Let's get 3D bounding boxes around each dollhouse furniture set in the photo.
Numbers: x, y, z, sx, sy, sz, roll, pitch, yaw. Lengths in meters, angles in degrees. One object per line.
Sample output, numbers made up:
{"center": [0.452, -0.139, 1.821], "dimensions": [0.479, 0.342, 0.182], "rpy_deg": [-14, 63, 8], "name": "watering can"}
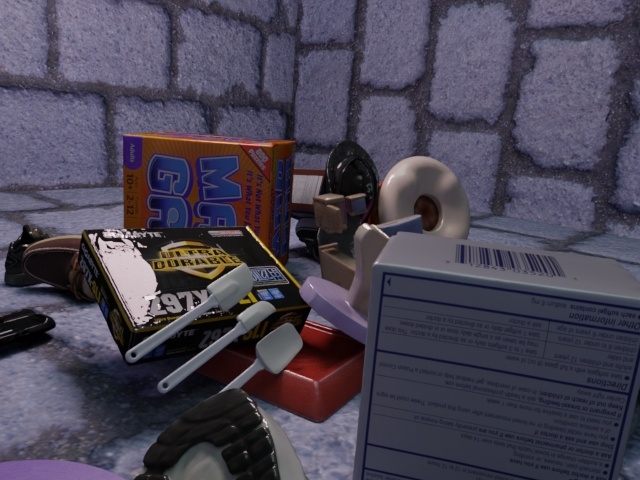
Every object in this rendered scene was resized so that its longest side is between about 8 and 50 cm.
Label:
{"center": [0.171, 0.024, 1.225], "dimensions": [0.303, 0.287, 0.198], "rpy_deg": [-13, 19, -22], "name": "dollhouse furniture set"}

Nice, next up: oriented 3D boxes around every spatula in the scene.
{"center": [-0.142, 0.153, 0.783], "dimensions": [0.019, 0.168, 0.242], "rpy_deg": [-31, 3, 46], "name": "spatula"}

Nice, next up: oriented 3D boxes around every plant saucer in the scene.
{"center": [-0.038, 0.196, 0.931], "dimensions": [0.258, 0.048, 0.259], "rpy_deg": [12, 15, 31], "name": "plant saucer"}

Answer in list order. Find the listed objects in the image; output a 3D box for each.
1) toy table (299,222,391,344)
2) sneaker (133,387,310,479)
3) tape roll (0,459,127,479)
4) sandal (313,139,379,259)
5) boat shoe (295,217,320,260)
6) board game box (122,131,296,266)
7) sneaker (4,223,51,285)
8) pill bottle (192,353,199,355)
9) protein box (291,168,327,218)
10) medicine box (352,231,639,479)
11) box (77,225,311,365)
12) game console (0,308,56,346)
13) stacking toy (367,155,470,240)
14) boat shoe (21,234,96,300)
{"center": [0.112, 0.089, 0.958], "dimensions": [0.274, 0.161, 0.252], "rpy_deg": [28, 11, -49], "name": "toy table"}
{"center": [0.014, 0.281, 0.339], "dimensions": [0.182, 0.158, 0.410], "rpy_deg": [48, 4, -40], "name": "sneaker"}
{"center": [-0.251, 0.278, 0.387], "dimensions": [0.274, 0.090, 0.275], "rpy_deg": [4, 12, -1], "name": "tape roll"}
{"center": [0.092, -0.123, 1.496], "dimensions": [0.167, 0.107, 0.446], "rpy_deg": [20, 52, -14], "name": "sandal"}
{"center": [0.000, 0.000, 1.654], "dimensions": [0.121, 0.119, 0.335], "rpy_deg": [17, -7, -22], "name": "boat shoe"}
{"center": [-0.275, -0.094, 1.432], "dimensions": [0.356, 0.357, 0.356], "rpy_deg": [5, 12, 5], "name": "board game box"}
{"center": [-0.640, 0.025, 1.303], "dimensions": [0.087, 0.131, 0.227], "rpy_deg": [15, 14, 32], "name": "sneaker"}
{"center": [-0.256, 0.146, 0.984], "dimensions": [0.151, 0.086, 0.086], "rpy_deg": [16, 17, 40], "name": "pill bottle"}
{"center": [-0.014, -0.131, 1.708], "dimensions": [0.201, 0.136, 0.199], "rpy_deg": [8, -8, 41], "name": "protein box"}
{"center": [0.185, 0.159, 0.610], "dimensions": [0.263, 0.290, 0.149], "rpy_deg": [8, 15, 13], "name": "medicine box"}
{"center": [-0.210, 0.073, 0.923], "dimensions": [0.321, 0.079, 0.257], "rpy_deg": [-2, 36, -39], "name": "box"}
{"center": [-0.582, 0.177, 0.838], "dimensions": [0.213, 0.044, 0.361], "rpy_deg": [12, 15, 26], "name": "game console"}
{"center": [0.222, -0.061, 1.807], "dimensions": [0.350, 0.351, 0.479], "rpy_deg": [-3, -5, -31], "name": "stacking toy"}
{"center": [-0.493, 0.070, 1.184], "dimensions": [0.341, 0.124, 0.123], "rpy_deg": [11, 12, -4], "name": "boat shoe"}
